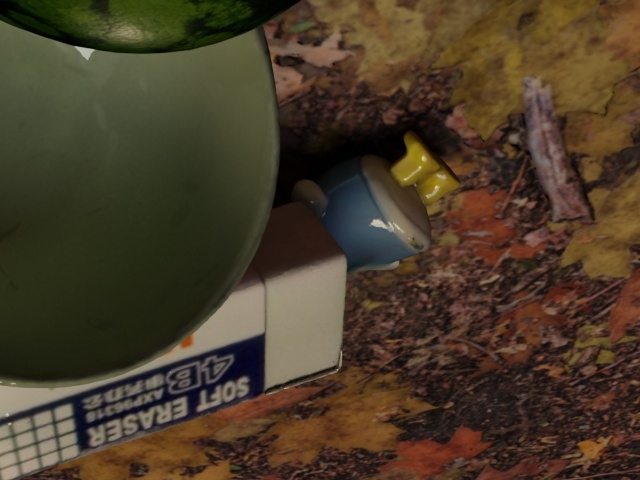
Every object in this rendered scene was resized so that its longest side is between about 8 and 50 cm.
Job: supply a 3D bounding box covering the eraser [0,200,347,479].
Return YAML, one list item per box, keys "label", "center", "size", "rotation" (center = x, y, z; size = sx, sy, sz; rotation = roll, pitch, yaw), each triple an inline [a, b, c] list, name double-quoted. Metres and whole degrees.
- label: "eraser"
  center: [-0.126, 0.072, 0.894]
  size: [0.287, 0.086, 0.130]
  rotation: [-16, 131, -21]

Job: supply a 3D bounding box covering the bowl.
- label: "bowl"
  center: [-0.192, -0.066, 0.763]
  size: [0.307, 0.307, 0.163]
  rotation: [21, 166, -34]

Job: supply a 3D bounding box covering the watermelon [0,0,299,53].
- label: "watermelon"
  center: [-0.090, -0.226, 0.551]
  size: [0.285, 0.285, 0.285]
  rotation: [-6, 142, -5]

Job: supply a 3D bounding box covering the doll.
- label: "doll"
  center: [0.000, -0.001, 1.012]
  size: [0.241, 0.099, 0.135]
  rotation: [-25, 179, 21]
